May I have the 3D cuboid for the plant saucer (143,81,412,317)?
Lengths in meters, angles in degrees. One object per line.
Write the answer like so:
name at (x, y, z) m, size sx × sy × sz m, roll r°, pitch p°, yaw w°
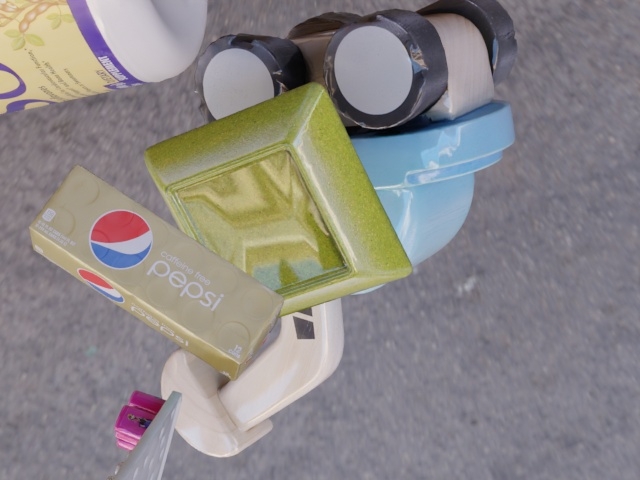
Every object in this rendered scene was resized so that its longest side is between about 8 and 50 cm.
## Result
plant saucer at (-0.045, -0.017, 1.351) m, size 0.188 × 0.045 × 0.188 m, roll -19°, pitch 106°, yaw 27°

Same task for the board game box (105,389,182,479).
board game box at (-0.234, 0.364, 1.400) m, size 0.050 × 0.390 × 0.390 m, roll 18°, pitch 107°, yaw 4°

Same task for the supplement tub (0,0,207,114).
supplement tub at (-0.278, -0.214, 1.237) m, size 0.331 × 0.241 × 0.241 m, roll -11°, pitch 107°, yaw 14°

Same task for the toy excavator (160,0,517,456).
toy excavator at (0.000, 0.000, 1.598) m, size 0.433 × 0.222 × 0.445 m, roll -5°, pitch 100°, yaw 30°

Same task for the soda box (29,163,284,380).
soda box at (-0.118, 0.024, 1.141) m, size 0.181 × 0.058 × 0.061 m, roll 33°, pitch 71°, yaw 4°
